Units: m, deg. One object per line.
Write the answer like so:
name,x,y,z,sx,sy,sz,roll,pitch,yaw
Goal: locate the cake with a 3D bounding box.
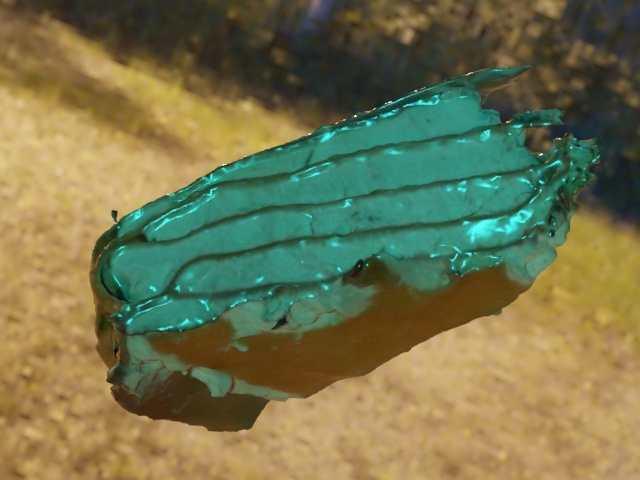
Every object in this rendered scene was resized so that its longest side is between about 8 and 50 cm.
cake,0.001,0.005,0.962,0.135,0.287,0.098,32,37,-45
